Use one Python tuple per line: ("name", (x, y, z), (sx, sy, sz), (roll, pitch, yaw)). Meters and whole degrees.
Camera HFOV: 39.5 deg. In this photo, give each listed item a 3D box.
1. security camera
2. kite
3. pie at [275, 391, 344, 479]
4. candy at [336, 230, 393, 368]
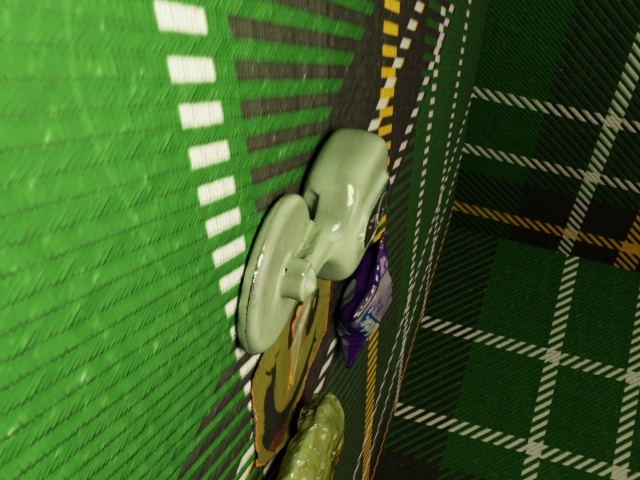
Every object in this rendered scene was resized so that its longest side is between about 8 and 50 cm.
("security camera", (0.000, 0.000, 0.899), (0.301, 0.080, 0.157), (-56, 159, -52))
("kite", (-0.023, 0.110, 1.084), (0.377, 0.013, 0.327), (-19, 122, -76))
("pie", (-0.027, 0.340, 1.179), (0.306, 0.071, 0.306), (18, 90, -83))
("candy", (0.069, 0.099, 1.384), (0.275, 0.070, 0.145), (91, 24, -66))
